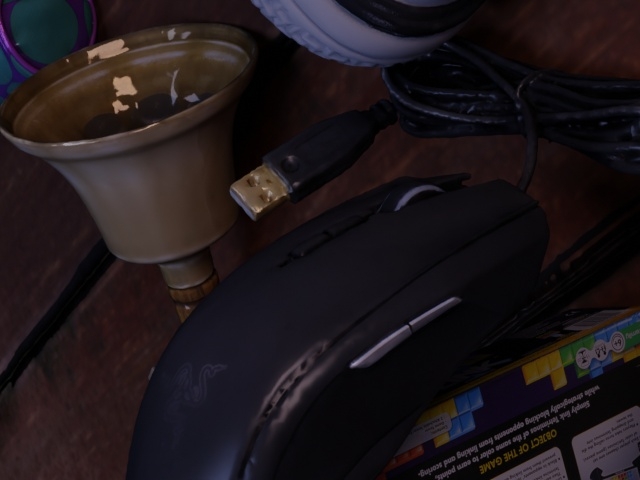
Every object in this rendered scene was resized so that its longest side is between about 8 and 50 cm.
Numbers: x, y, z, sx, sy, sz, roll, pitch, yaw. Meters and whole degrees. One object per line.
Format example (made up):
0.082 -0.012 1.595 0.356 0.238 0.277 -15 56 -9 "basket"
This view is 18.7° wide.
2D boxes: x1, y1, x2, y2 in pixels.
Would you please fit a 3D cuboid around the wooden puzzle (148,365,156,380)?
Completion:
-0.072 0.106 1.064 0.049 0.006 0.083 -32 81 54 "wooden puzzle"

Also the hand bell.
-0.062 0.029 0.953 0.126 0.126 0.242 18 131 48 "hand bell"

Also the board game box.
0.071 0.116 0.741 0.048 0.170 0.141 -4 102 52 "board game box"

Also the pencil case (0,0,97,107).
-0.180 -0.104 1.056 0.151 0.064 0.070 -12 113 54 "pencil case"

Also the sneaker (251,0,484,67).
-0.004 -0.259 0.697 0.210 0.137 0.366 -32 86 53 "sneaker"

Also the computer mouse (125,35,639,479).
0.000 0.000 0.714 0.184 0.262 0.060 21 147 53 "computer mouse"
